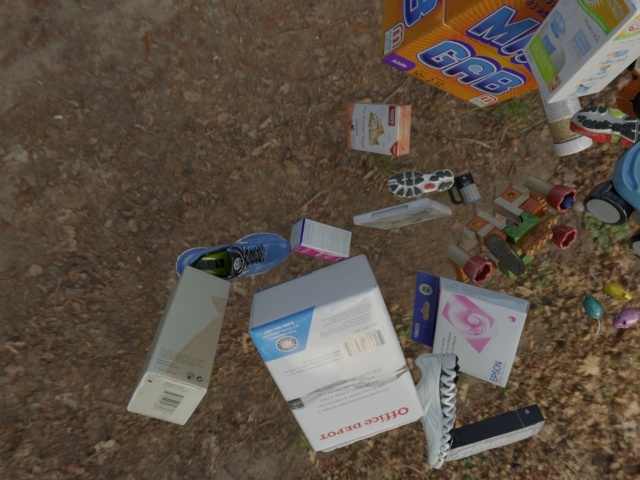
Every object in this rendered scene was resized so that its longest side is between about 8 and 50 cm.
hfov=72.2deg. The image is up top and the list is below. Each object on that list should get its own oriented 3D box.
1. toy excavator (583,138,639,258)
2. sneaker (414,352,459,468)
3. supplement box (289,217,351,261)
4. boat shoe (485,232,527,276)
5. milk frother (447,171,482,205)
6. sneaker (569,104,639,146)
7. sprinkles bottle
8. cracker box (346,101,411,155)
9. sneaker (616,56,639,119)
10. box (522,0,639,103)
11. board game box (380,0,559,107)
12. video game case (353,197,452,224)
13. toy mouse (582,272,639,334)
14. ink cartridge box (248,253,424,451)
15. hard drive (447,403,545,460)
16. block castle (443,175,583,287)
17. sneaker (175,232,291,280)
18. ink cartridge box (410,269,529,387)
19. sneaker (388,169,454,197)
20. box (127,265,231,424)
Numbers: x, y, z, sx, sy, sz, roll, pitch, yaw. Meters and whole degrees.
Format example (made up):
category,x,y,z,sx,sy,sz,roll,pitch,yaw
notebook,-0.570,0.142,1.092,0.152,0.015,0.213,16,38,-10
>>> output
category,x,y,z,sx,sy,sz,roll,pitch,yaw
toy excavator,0.857,-0.078,0.889,0.222,0.445,0.433,-44,80,-7
sneaker,0.297,0.439,1.156,0.119,0.110,0.291,3,84,22
supplement box,0.000,0.000,1.759,0.220,0.111,0.113,14,71,-22
boat shoe,0.549,0.043,1.299,0.056,0.049,0.152,-41,71,21
milk frother,0.652,-0.224,1.990,0.129,0.143,0.134,-23,83,30
sneaker,0.927,-0.347,1.371,0.279,0.118,0.107,22,87,12
sprinkles bottle,0.863,-0.490,1.578,0.121,0.121,0.355,-27,102,-10
cracker box,0.189,-0.375,1.462,0.067,0.232,0.155,-20,117,-38
sneaker,0.752,-0.382,0.983,0.121,0.262,0.099,-46,52,-2
box,0.418,-0.318,0.656,0.103,0.203,0.114,-14,76,-8
board game box,0.384,-0.550,0.926,0.357,0.356,0.355,9,81,-34
video game case,0.334,-0.099,1.746,0.300,0.329,0.036,-13,81,29
toy mouse,0.685,0.162,1.034,0.161,0.031,0.143,34,73,34
ink cartridge box,0.044,0.272,1.034,0.286,0.166,0.394,-20,115,4
hard drive,0.536,0.631,1.421,0.339,0.236,0.064,-19,54,6
block castle,0.668,0.024,1.488,0.453,0.303,0.213,-39,44,-5
sneaker,-0.231,0.061,1.247,0.330,0.147,0.129,-15,102,-24
ink cartridge box,0.437,0.275,1.360,0.331,0.323,0.071,14,39,25
sneaker,0.258,-0.147,1.142,0.170,0.071,0.068,-3,96,-6
box,-0.299,0.217,0.966,0.121,0.148,0.311,24,34,-17
